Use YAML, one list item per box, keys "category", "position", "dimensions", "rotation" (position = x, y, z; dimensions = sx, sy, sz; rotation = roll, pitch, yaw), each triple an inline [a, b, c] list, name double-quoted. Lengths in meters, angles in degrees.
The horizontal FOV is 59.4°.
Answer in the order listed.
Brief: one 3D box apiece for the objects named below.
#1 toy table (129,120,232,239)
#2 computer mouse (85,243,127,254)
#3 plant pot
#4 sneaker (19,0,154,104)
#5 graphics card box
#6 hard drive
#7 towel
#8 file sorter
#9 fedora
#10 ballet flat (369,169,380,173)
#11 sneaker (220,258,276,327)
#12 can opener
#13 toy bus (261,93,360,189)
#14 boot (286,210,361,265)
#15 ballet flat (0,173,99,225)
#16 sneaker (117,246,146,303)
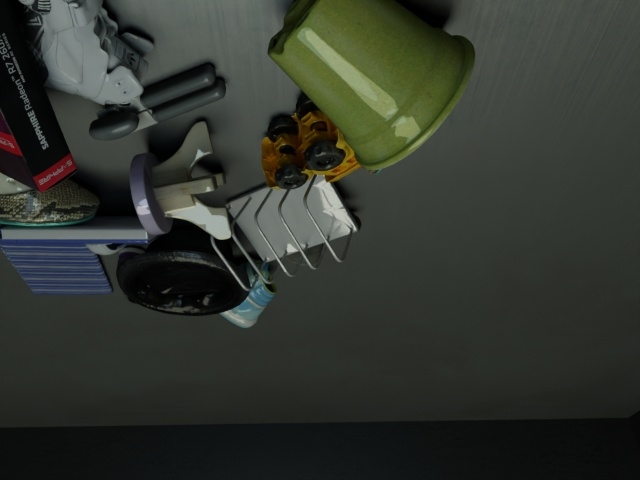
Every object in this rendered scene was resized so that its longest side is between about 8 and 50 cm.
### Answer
- category: "toy table"
  position: [-0.292, -0.115, 1.197]
  dimensions: [0.161, 0.274, 0.252]
  rotation: [-12, 112, -3]
- category: "computer mouse"
  position: [-0.514, 0.007, 1.399]
  dimensions: [0.106, 0.042, 0.193]
  rotation: [4, -169, 14]
- category: "plant pot"
  position: [0.064, -0.301, 0.924]
  dimensions: [0.254, 0.276, 0.276]
  rotation: [35, 133, -24]
- category: "sneaker"
  position: [-0.369, -0.358, 0.912]
  dimensions: [0.210, 0.137, 0.366]
  rotation: [17, 147, -25]
- category: "graphics card box"
  position: [-0.560, -0.271, 0.910]
  dimensions: [0.233, 0.094, 0.370]
  rotation: [24, 140, 21]
- category: "hard drive"
  position: [-0.549, -0.028, 1.350]
  dimensions: [0.319, 0.040, 0.210]
  rotation: [0, -170, -2]
- category: "towel"
  position: [-0.749, 0.066, 1.607]
  dimensions: [0.244, 0.040, 0.336]
  rotation: [1, 147, -7]
- category: "file sorter"
  position: [-0.089, -0.019, 1.319]
  dimensions: [0.278, 0.173, 0.192]
  rotation: [-19, 117, 26]
- category: "fedora"
  position: [-0.344, 0.066, 1.449]
  dimensions: [0.335, 0.152, 0.334]
  rotation: [0, 144, 0]
- category: "ballet flat"
  position: [0.135, -0.225, 1.093]
  dimensions: [0.067, 0.206, 0.073]
  rotation: [37, 165, -15]
- category: "sneaker"
  position: [-0.266, 0.100, 1.608]
  dimensions: [0.319, 0.127, 0.208]
  rotation: [33, 116, -23]
- category: "can opener"
  position: [-0.318, -0.257, 1.101]
  dimensions: [0.281, 0.093, 0.074]
  rotation: [-18, 141, 15]
- category: "toy bus"
  position: [0.013, -0.189, 1.178]
  dimensions: [0.220, 0.149, 0.212]
  rotation: [-29, 153, 37]
- category: "boot"
  position: [0.001, -0.001, 1.489]
  dimensions: [0.190, 0.076, 0.208]
  rotation: [13, 138, 4]
- category: "ballet flat"
  position: [-0.750, -0.124, 1.238]
  dimensions: [0.484, 0.164, 0.181]
  rotation: [0, 125, 1]
- category: "sneaker"
  position: [-0.528, 0.144, 1.640]
  dimensions: [0.107, 0.124, 0.283]
  rotation: [-4, 146, 5]
